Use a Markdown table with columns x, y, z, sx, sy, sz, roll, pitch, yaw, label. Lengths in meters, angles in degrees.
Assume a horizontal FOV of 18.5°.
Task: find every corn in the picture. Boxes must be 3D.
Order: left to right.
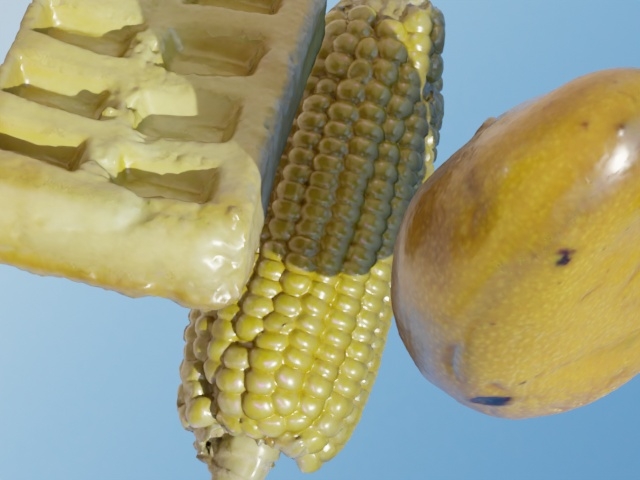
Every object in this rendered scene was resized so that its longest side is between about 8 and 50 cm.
| x | y | z | sx | sy | sz | roll | pitch | yaw | label |
| --- | --- | --- | --- | --- | --- | --- | --- | --- | --- |
| 0.000 | 0.000 | 1.288 | 0.347 | 0.130 | 0.130 | -71 | -163 | -6 | corn |

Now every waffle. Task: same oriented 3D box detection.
| x | y | z | sx | sy | sz | roll | pitch | yaw | label |
| --- | --- | --- | --- | --- | --- | --- | --- | --- | --- |
| -0.097 | -0.081 | 1.107 | 0.274 | 0.168 | 0.057 | -75 | 176 | -47 | waffle |

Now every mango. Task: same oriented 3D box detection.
| x | y | z | sx | sy | sz | roll | pitch | yaw | label |
| --- | --- | --- | --- | --- | --- | --- | --- | --- | --- |
| 0.113 | 0.000 | 0.993 | 0.177 | 0.120 | 0.295 | -36 | 154 | -8 | mango |
